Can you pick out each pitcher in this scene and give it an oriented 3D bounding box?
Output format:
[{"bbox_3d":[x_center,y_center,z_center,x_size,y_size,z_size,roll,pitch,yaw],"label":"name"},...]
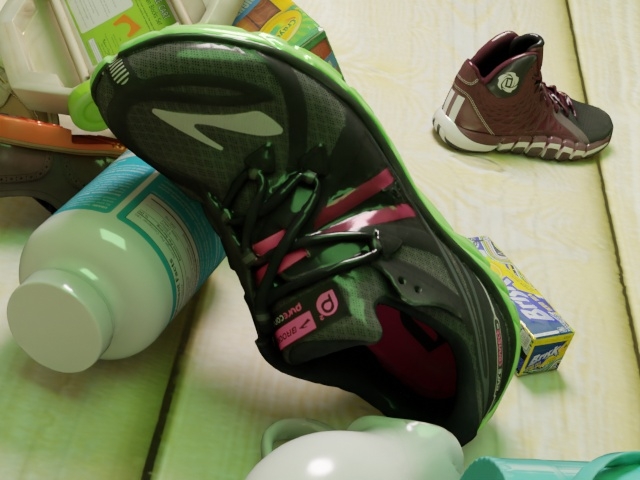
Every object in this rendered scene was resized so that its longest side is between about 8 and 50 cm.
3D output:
[{"bbox_3d":[-0.003,0.203,0.987,0.178,0.125,0.207,11,17,29],"label":"pitcher"}]

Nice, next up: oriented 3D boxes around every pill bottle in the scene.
[{"bbox_3d":[-0.181,0.013,1.135,0.146,0.146,0.264,24,34,9],"label":"pill bottle"}]

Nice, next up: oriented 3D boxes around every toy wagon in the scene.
[{"bbox_3d":[-0.179,-0.263,1.293,0.344,0.068,0.267,-27,53,1],"label":"toy wagon"}]

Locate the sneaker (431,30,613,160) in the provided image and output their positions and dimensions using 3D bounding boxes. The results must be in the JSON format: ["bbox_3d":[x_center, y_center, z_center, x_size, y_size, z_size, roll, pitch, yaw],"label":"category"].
[{"bbox_3d":[0.297,-0.199,1.631,0.281,0.162,0.106,-3,39,-27],"label":"sneaker"}]

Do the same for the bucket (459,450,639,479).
[{"bbox_3d":[0.186,0.277,0.829,0.183,0.281,0.281,8,35,-7],"label":"bucket"}]

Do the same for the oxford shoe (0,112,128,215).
[{"bbox_3d":[-0.242,-0.063,1.286,0.271,0.098,0.097,11,3,-35],"label":"oxford shoe"}]

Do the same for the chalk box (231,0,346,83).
[{"bbox_3d":[-0.082,-0.164,1.346,0.180,0.179,0.289,-39,53,-8],"label":"chalk box"}]

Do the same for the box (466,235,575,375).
[{"bbox_3d":[0.195,0.067,1.306,0.059,0.054,0.169,-7,41,-31],"label":"box"}]

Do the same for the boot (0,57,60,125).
[{"bbox_3d":[-0.394,-0.147,1.332,0.165,0.077,0.213,-13,39,-38],"label":"boot"}]

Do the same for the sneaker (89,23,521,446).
[{"bbox_3d":[0.000,0.000,1.065,0.483,0.185,0.202,41,32,-13],"label":"sneaker"}]
